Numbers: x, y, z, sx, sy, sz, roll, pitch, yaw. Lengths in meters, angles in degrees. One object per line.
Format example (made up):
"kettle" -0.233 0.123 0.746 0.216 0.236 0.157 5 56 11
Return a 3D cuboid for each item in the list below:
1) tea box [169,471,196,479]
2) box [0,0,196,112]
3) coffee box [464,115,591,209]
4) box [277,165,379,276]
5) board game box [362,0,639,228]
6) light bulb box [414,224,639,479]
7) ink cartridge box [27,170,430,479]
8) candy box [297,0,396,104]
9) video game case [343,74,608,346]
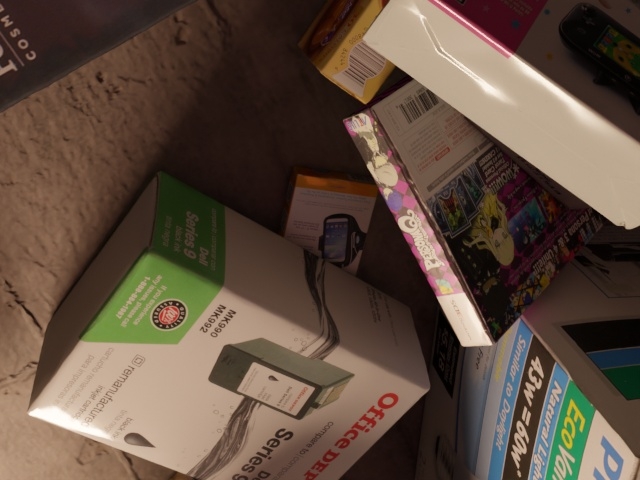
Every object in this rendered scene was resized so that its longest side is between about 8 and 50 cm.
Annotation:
"tea box" -0.116 0.483 0.898 0.329 0.220 0.323 38 102 -16
"box" -0.120 -0.320 0.549 0.395 0.212 0.294 -30 119 2
"coffee box" 0.237 -0.166 0.710 0.141 0.098 0.247 35 71 -27
"box" 0.000 0.000 0.834 0.081 0.028 0.136 7 115 -17
"board game box" 0.206 -0.196 0.588 0.224 0.097 0.303 35 71 -5
"light bulb box" 0.261 0.217 0.812 0.225 0.361 0.358 -3 115 -13
"ink cartridge box" -0.077 0.105 0.792 0.289 0.122 0.211 28 117 -24
"candy box" 0.062 -0.210 0.703 0.053 0.109 0.187 30 105 -23
"video game case" 0.148 -0.062 0.734 0.232 0.041 0.210 -39 105 -36
